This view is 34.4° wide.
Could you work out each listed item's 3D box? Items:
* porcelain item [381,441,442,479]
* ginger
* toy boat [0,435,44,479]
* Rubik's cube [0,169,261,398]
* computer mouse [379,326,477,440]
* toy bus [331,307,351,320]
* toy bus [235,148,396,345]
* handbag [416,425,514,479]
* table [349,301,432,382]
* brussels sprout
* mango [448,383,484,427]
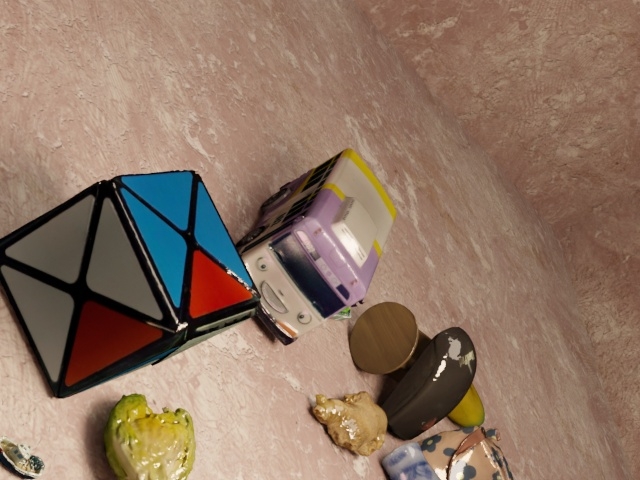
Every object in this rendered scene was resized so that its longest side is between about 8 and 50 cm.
[{"bbox_3d":[0.218,0.537,2.074,0.141,0.141,0.259,22,36,-55],"label":"porcelain item"},{"bbox_3d":[0.065,0.362,2.039,0.137,0.074,0.213,59,18,21],"label":"ginger"},{"bbox_3d":[-0.379,0.270,1.298,0.083,0.038,0.038,46,27,-32],"label":"toy boat"},{"bbox_3d":[-0.275,0.058,1.487,0.248,0.250,0.246,65,24,6],"label":"Rubik's cube"},{"bbox_3d":[0.252,0.318,2.225,0.100,0.269,0.170,39,4,38],"label":"computer mouse"},{"bbox_3d":[0.037,0.155,2.271,0.083,0.031,0.037,16,56,-58],"label":"toy bus"},{"bbox_3d":[0.000,0.000,2.097,0.209,0.249,0.440,55,24,-12],"label":"toy bus"},{"bbox_3d":[0.319,0.523,2.203,0.190,0.193,0.252,19,45,-63],"label":"handbag"},{"bbox_3d":[0.191,0.255,2.317,0.226,0.167,0.167,39,31,-49],"label":"table"},{"bbox_3d":[-0.249,0.294,1.465,0.139,0.100,0.181,34,35,-28],"label":"brussels sprout"},{"bbox_3d":[0.329,0.372,2.539,0.237,0.091,0.137,58,30,-6],"label":"mango"}]
